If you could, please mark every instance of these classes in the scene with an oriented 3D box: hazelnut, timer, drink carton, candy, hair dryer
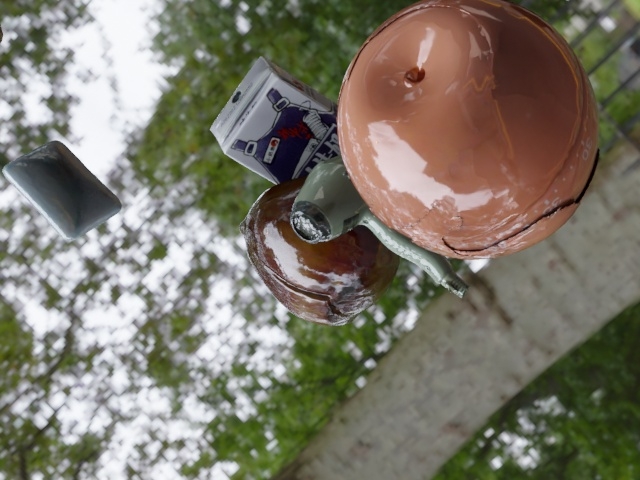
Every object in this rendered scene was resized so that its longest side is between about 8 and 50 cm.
[{"bbox_3d":[0.000,0.000,1.623,0.229,0.229,0.229,41,-162,-17],"label":"hazelnut"},{"bbox_3d":[0.133,-0.100,1.095,0.215,0.229,0.230,37,-161,-47],"label":"timer"},{"bbox_3d":[-0.029,-0.145,1.742,0.222,0.134,0.102,30,-165,-29],"label":"drink carton"},{"bbox_3d":[-0.434,-0.088,2.063,0.174,0.071,0.138,45,-137,7],"label":"candy"},{"bbox_3d":[0.093,-0.056,1.458,0.225,0.088,0.219,22,-128,-3],"label":"hair dryer"}]

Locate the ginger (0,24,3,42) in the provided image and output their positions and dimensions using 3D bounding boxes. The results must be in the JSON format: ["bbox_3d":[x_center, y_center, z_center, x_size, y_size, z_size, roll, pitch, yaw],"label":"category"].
[{"bbox_3d":[-0.505,-0.287,1.687,0.104,0.080,0.204,35,-156,-11],"label":"ginger"}]
